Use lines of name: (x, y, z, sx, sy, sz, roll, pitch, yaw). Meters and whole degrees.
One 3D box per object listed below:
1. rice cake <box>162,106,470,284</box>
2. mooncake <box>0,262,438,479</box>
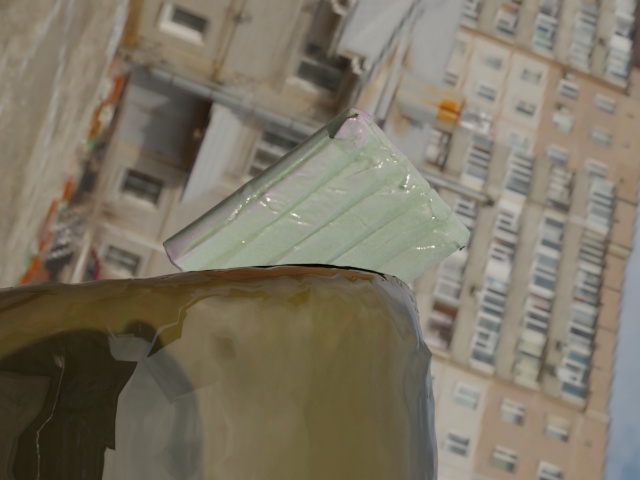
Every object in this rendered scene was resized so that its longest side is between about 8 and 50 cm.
rice cake: (0.000, 0.000, 0.986, 0.198, 0.189, 0.037, -40, -144, 5)
mooncake: (-0.147, 0.151, 0.633, 0.394, 0.393, 0.246, 152, -63, -65)
